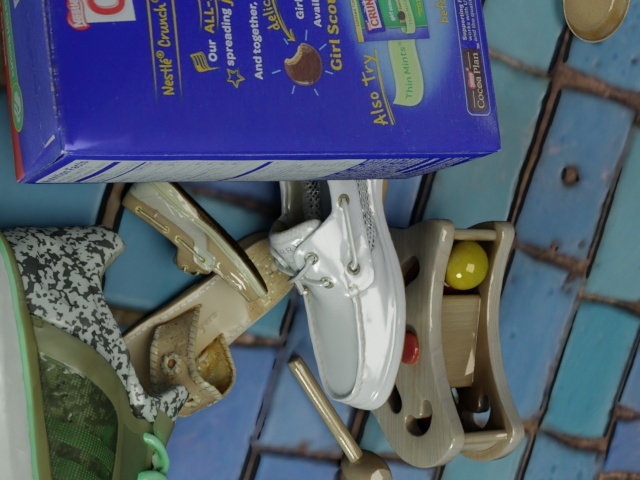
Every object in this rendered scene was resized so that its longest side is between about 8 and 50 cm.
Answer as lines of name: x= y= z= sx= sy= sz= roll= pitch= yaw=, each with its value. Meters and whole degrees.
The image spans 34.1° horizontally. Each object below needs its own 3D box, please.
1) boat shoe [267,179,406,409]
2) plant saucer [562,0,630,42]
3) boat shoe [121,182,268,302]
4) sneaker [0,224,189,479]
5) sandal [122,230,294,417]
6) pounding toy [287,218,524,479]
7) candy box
boat shoe: x=0.000 y=0.000 z=0.830 sx=0.096 sy=0.098 sz=0.277 roll=-4 pitch=87 yaw=-37
plant saucer: x=0.256 y=-0.229 z=0.981 sx=0.083 sy=0.015 sz=0.083 roll=-9 pitch=109 yaw=-27
boat shoe: x=-0.098 y=0.002 z=0.815 sx=0.045 sy=0.050 sz=0.135 roll=-43 pitch=95 yaw=3
sneaker: x=-0.155 y=0.162 z=0.723 sx=0.182 sy=0.158 sz=0.410 roll=-14 pitch=88 yaw=-35
sandal: x=-0.097 y=0.092 z=0.833 sx=0.240 sy=0.079 sz=0.088 roll=-47 pitch=121 yaw=-10
pounding toy: x=0.075 y=0.110 z=0.893 sx=0.155 sy=0.154 sz=0.269 roll=1 pitch=103 yaw=-30
candy box: x=-0.050 y=-0.176 z=0.708 sx=0.317 sy=0.122 sz=0.268 roll=-2 pitch=82 yaw=-31
